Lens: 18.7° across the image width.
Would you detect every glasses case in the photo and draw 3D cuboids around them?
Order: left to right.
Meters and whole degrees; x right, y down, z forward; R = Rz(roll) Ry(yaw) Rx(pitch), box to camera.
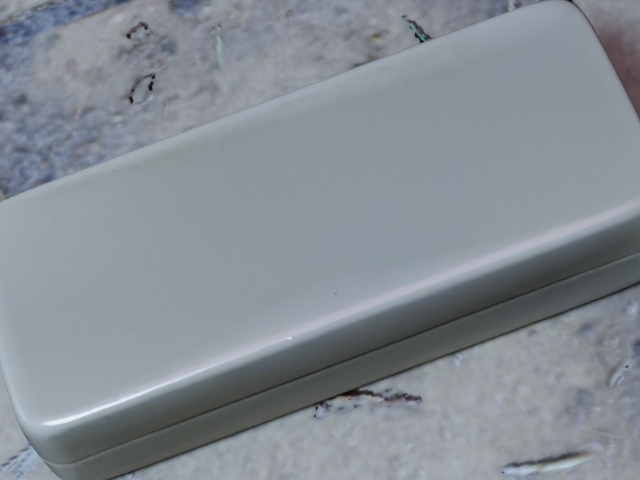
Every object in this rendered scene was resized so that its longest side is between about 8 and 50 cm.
[{"bbox_3d":[0.000,0.000,0.981,0.336,0.076,0.144,-20,61,0],"label":"glasses case"}]
